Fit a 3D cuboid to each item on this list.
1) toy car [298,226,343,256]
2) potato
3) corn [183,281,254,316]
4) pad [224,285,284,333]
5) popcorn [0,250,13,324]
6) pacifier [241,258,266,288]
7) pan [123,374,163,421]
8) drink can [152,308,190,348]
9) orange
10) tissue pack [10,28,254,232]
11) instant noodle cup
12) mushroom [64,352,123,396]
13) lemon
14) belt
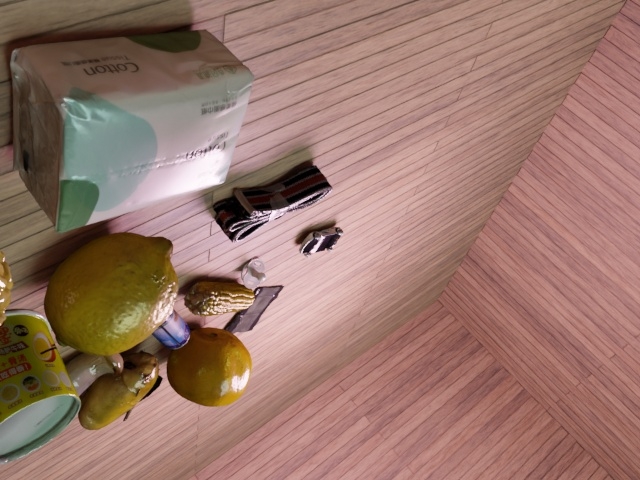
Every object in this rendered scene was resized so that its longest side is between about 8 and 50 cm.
[{"bbox_3d":[0.000,0.000,2.154,0.205,0.056,0.095,-11,143,-47],"label":"toy car"},{"bbox_3d":[-0.595,0.438,1.837,0.300,0.140,0.173,-42,166,13],"label":"potato"},{"bbox_3d":[-0.302,0.174,1.909,0.106,0.106,0.305,-49,162,14],"label":"corn"},{"bbox_3d":[-0.238,0.252,2.260,0.233,0.022,0.174,-51,156,18],"label":"pad"},{"bbox_3d":[-0.638,0.061,0.965,0.265,0.224,0.332,-8,168,-7],"label":"popcorn"},{"bbox_3d":[-0.204,0.107,1.966,0.082,0.078,0.099,19,91,-45],"label":"pacifier"},{"bbox_3d":[-0.612,0.503,2.049,0.202,0.048,0.128,-44,157,-2],"label":"pan"},{"bbox_3d":[-0.445,0.233,1.776,0.097,0.097,0.235,-38,157,-12],"label":"drink can"},{"bbox_3d":[-0.357,0.404,2.019,0.279,0.279,0.235,12,94,-64],"label":"orange"},{"bbox_3d":[-0.318,-0.197,1.066,0.357,0.194,0.266,-23,150,-41],"label":"tissue pack"},{"bbox_3d":[-0.690,0.332,1.371,0.311,0.221,0.311,-36,157,-18],"label":"instant noodle cup"},{"bbox_3d":[-0.685,0.388,1.661,0.329,0.122,0.159,-34,-166,-18],"label":"mushroom"},{"bbox_3d":[-0.444,0.111,1.359,0.320,0.245,0.245,-43,159,-12],"label":"lemon"},{"bbox_3d":[-0.123,-0.108,1.699,0.360,0.094,0.126,-25,156,-35],"label":"belt"}]
